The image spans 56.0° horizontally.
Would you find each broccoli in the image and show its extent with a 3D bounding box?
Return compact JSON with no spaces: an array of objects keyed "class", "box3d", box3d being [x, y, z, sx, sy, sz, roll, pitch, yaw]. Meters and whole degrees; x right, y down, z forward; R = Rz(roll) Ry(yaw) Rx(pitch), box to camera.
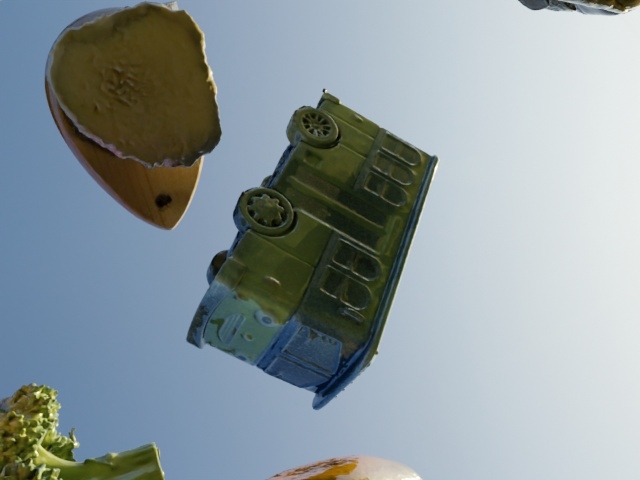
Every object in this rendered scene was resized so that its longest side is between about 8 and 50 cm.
[{"class":"broccoli","box3d":[-0.382,0.324,0.807,0.302,0.375,0.249,-36,-80,-26]}]

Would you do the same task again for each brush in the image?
[{"class":"brush","box3d":[-0.191,-0.120,0.665,0.174,0.166,0.266,-21,-61,-19]}]

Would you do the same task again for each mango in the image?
[{"class":"mango","box3d":[0.004,0.193,0.409,0.165,0.115,0.089,9,-123,-67]}]

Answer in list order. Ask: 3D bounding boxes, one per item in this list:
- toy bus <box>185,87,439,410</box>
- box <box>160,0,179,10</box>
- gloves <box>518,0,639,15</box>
[{"class":"toy bus","box3d":[0.000,0.000,0.663,0.190,0.152,0.312,30,-131,-5]},{"class":"box","box3d":[-0.413,-0.428,1.499,0.261,0.116,0.279,-70,-28,-59]},{"class":"gloves","box3d":[0.234,-0.266,0.494,0.141,0.331,0.154,8,-77,4]}]
